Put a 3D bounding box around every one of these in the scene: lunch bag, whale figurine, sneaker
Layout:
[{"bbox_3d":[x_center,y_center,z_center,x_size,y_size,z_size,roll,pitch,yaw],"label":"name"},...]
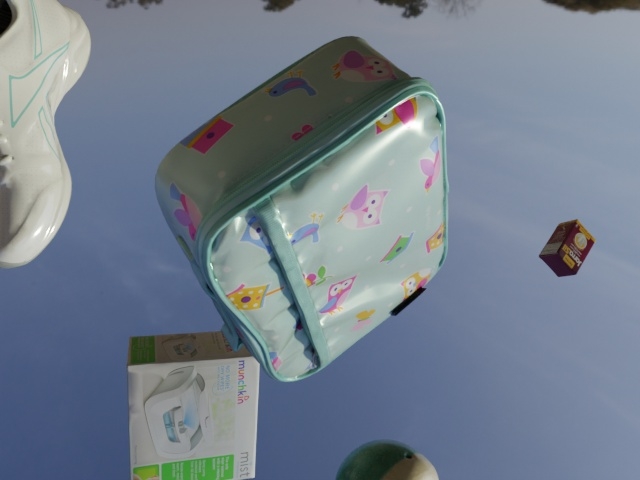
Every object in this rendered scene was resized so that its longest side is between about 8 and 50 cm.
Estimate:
[{"bbox_3d":[0.000,0.000,0.456,0.224,0.279,0.108,-38,-125,-14],"label":"lunch bag"},{"bbox_3d":[0.077,0.446,0.875,0.216,0.272,0.141,3,-156,-48],"label":"whale figurine"},{"bbox_3d":[-0.162,-0.063,0.274,0.053,0.153,0.061,-1,170,13],"label":"sneaker"}]

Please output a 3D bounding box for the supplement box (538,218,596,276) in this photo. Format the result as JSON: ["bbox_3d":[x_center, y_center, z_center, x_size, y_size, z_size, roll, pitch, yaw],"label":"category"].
[{"bbox_3d":[0.421,0.013,0.921,0.083,0.055,0.043,-51,-168,-22],"label":"supplement box"}]

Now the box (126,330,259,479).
[{"bbox_3d":[-0.239,0.313,1.012,0.230,0.262,0.127,0,-165,-17],"label":"box"}]
